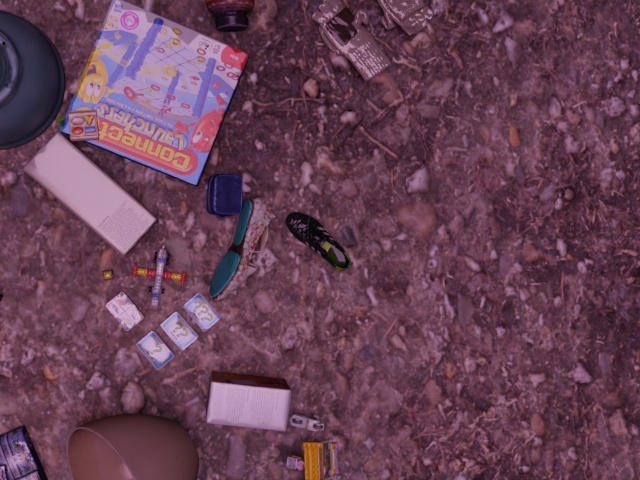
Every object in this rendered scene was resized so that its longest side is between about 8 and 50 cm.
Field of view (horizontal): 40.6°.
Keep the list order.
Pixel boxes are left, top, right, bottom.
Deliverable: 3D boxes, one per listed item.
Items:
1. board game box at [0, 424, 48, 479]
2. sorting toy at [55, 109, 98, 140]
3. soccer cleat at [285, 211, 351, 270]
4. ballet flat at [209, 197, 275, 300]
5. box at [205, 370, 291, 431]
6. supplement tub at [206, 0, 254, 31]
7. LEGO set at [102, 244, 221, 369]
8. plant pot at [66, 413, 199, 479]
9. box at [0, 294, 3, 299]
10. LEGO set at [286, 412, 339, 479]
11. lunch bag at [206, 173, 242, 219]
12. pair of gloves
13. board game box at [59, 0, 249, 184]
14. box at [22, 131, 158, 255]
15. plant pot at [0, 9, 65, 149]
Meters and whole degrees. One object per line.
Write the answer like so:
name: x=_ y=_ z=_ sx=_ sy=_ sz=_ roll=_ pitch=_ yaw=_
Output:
board game box: x=-0.686 y=0.522 z=1.833 sx=0.194 sy=0.060 sz=0.194 roll=-23 pitch=95 yaw=-7
sorting toy: x=-0.499 y=-0.235 z=1.770 sx=0.083 sy=0.012 sz=0.062 roll=-5 pitch=93 yaw=-8
soccer cleat: x=0.000 y=0.000 z=1.905 sx=0.179 sy=0.072 sz=0.060 roll=41 pitch=86 yaw=-7
ballet flat: x=-0.163 y=0.027 z=1.883 sx=0.077 sy=0.091 sz=0.241 roll=21 pitch=93 yaw=-33
box: x=-0.158 y=0.344 z=1.865 sx=0.170 sy=0.130 sz=0.091 roll=8 pitch=90 yaw=-9
supplement tub: x=-0.195 y=-0.550 z=1.844 sx=0.106 sy=0.106 sz=0.198 roll=-4 pitch=92 yaw=-8
LEGO set: x=-0.357 y=0.133 z=1.869 sx=0.182 sy=0.060 sz=0.244 roll=-39 pitch=96 yaw=-9
plant pot: x=-0.365 y=0.473 z=1.794 sx=0.191 sy=0.284 sz=0.284 roll=-25 pitch=96 yaw=-41
box: x=-0.860 y=0.190 z=1.790 sx=0.257 sy=0.079 sz=0.322 roll=32 pitch=87 yaw=-6
LEGO set: x=-0.033 y=0.531 z=1.924 sx=0.132 sy=0.107 sz=0.287 roll=20 pitch=94 yaw=26
lunch bag: x=-0.209 y=-0.094 z=1.878 sx=0.067 sy=0.065 sz=0.099 roll=4 pitch=90 yaw=-24
pair of gloves: x=0.114 y=-0.496 z=1.922 sx=0.204 sy=0.042 sz=0.240 roll=44 pitch=84 yaw=-4
board game box: x=-0.349 y=-0.310 z=1.839 sx=0.308 sy=0.086 sz=0.302 roll=21 pitch=89 yaw=-8
box: x=-0.480 y=-0.096 z=1.824 sx=0.275 sy=0.094 sz=0.113 roll=44 pitch=85 yaw=-7
plant pot: x=-0.676 y=-0.334 z=1.738 sx=0.292 sy=0.196 sz=0.293 roll=0 pitch=92 yaw=-8
